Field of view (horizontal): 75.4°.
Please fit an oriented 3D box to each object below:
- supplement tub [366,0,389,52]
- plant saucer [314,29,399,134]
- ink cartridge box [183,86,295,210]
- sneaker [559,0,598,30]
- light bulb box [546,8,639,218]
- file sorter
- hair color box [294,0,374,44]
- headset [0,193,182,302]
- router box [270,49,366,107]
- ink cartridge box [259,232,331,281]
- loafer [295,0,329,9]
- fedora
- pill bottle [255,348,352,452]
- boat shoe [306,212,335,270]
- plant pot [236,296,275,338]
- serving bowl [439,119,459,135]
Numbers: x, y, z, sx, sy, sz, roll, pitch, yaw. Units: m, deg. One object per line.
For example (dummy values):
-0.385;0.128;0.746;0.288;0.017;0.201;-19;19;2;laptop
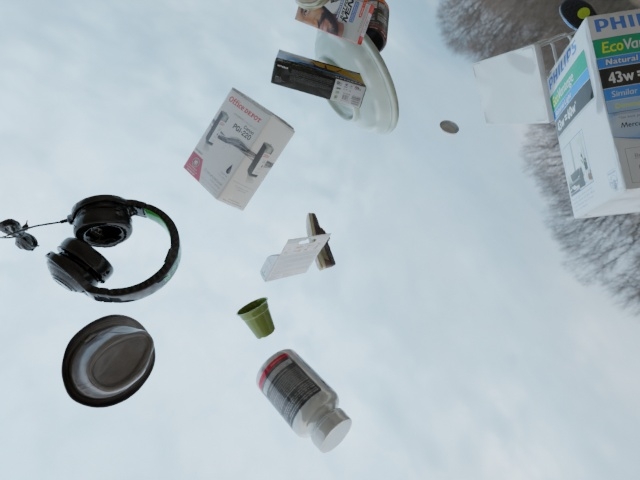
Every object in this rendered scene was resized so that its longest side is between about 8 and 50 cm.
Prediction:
0.161;-0.680;1.291;0.106;0.106;0.197;23;-121;-24;supplement tub
0.081;-0.486;1.291;0.101;0.400;0.400;-35;-102;-8;plant saucer
-0.182;-0.202;0.919;0.159;0.217;0.092;41;-171;31;ink cartridge box
0.775;-0.612;1.192;0.209;0.069;0.082;39;-163;10;sneaker
0.707;-0.257;0.837;0.225;0.358;0.360;48;-144;-76;light bulb box
0.588;-0.445;1.147;0.277;0.173;0.192;-127;14;-72;file sorter
0.033;-0.546;0.994;0.167;0.093;0.053;24;-155;8;hair color box
-0.524;0.018;0.958;0.395;0.185;0.243;13;-121;-6;headset
-0.005;-0.326;0.830;0.179;0.046;0.133;13;-148;-10;router box
-0.087;0.042;1.393;0.181;0.224;0.056;-10;-126;-38;ink cartridge box
0.023;-0.581;0.893;0.102;0.092;0.268;24;-110;11;loafer
-0.564;0.327;1.159;0.275;0.124;0.243;-35;-79;-51;fedora
-0.052;0.511;1.332;0.176;0.176;0.319;-6;-149;-44;pill bottle
0.000;0.000;1.920;0.093;0.103;0.285;-9;-113;-16;boat shoe
-0.147;0.190;0.996;0.083;0.083;0.079;-39;-73;-51;plant pot
0.531;-0.463;1.723;0.084;0.027;0.083;4;-125;-6;serving bowl
